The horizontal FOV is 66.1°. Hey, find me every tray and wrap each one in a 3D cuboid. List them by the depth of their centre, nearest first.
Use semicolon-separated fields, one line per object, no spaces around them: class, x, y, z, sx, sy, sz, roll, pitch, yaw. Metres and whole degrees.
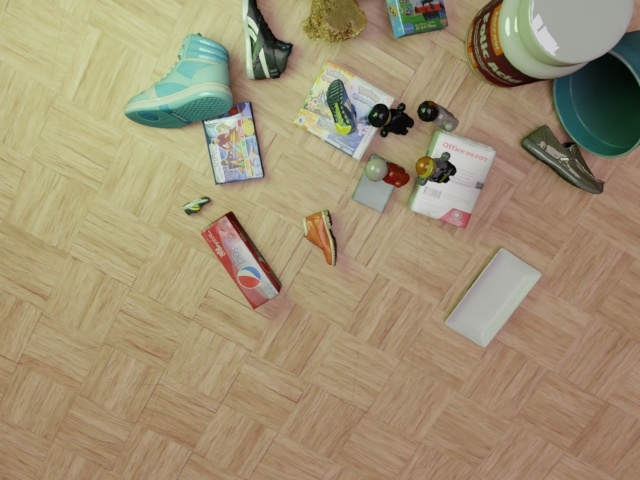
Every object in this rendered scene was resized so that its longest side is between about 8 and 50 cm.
tray;0.486;0.163;1.398;0.145;0.030;0.270;32;102;-5

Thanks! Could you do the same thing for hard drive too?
hard drive;0.155;-0.155;1.335;0.094;0.022;0.135;23;103;-4

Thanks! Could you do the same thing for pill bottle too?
pill bottle;0.471;-0.458;1.065;0.224;0.392;0.224;0;103;2

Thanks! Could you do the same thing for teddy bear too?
teddy bear;0.034;-0.649;1.191;0.245;0.113;0.338;-21;95;-3

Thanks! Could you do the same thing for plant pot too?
plant pot;0.750;-0.373;1.158;0.255;0.271;0.271;-27;101;-7

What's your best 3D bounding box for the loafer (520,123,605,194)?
loafer;0.643;-0.210;1.272;0.251;0.094;0.087;34;106;-6

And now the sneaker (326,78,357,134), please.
sneaker;0.056;-0.333;1.237;0.053;0.059;0.144;-14;86;36

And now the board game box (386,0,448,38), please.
board game box;0.220;-0.607;1.177;0.160;0.039;0.211;-24;103;-30

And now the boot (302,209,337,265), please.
boot;0.000;0.000;1.362;0.085;0.059;0.158;-13;94;8

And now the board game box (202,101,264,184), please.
board game box;-0.235;-0.258;1.316;0.136;0.035;0.201;-8;103;3

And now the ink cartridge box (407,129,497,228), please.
ink cartridge box;0.341;-0.163;1.293;0.159;0.092;0.218;19;105;-3

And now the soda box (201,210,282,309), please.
soda box;-0.216;0.054;1.365;0.092;0.083;0.263;-32;101;9

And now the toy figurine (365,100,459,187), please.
toy figurine;0.220;-0.235;1.197;0.209;0.148;0.213;7;91;43

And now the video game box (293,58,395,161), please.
video game box;0.061;-0.337;1.284;0.205;0.048;0.187;28;100;-5

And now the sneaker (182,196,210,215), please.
sneaker;-0.340;-0.096;1.363;0.083;0.031;0.035;-18;116;10

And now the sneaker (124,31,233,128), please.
sneaker;-0.357;-0.410;1.254;0.319;0.127;0.208;-4;77;22

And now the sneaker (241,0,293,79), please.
sneaker;-0.130;-0.518;1.235;0.121;0.079;0.217;-2;111;-1
